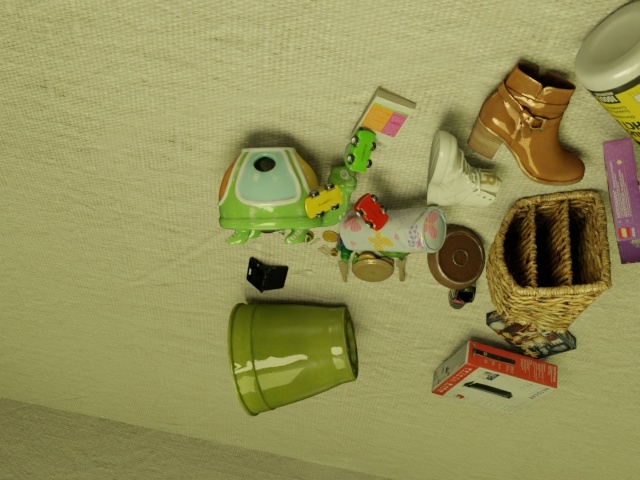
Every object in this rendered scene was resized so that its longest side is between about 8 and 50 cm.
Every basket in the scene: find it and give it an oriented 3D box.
[{"bbox_3d":[0.521,0.026,1.509,0.213,0.299,0.223,16,143,0],"label":"basket"}]

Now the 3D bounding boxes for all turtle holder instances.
[{"bbox_3d":[-0.093,-0.111,1.566,0.320,0.243,0.227,1,95,25],"label":"turtle holder"}]

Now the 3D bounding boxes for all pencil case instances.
[{"bbox_3d":[0.180,-0.029,1.629,0.273,0.124,0.113,3,127,42],"label":"pencil case"}]

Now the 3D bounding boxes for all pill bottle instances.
[{"bbox_3d":[0.648,-0.270,1.204,0.334,0.188,0.188,35,136,-23],"label":"pill bottle"}]

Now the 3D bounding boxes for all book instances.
[{"bbox_3d":[0.142,-0.272,1.474,0.096,0.035,0.144,21,141,-11],"label":"book"}]

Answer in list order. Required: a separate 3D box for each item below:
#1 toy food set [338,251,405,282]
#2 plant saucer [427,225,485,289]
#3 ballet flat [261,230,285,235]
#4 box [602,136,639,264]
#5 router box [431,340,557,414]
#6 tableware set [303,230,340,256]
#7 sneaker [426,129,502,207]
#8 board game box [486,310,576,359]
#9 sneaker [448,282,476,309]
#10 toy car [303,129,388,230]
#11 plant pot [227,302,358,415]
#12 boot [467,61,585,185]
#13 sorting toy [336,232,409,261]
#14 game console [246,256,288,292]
[{"bbox_3d":[0.153,0.077,1.890,0.192,0.038,0.132,-1,146,9],"label":"toy food set"},{"bbox_3d":[0.361,0.044,1.687,0.168,0.168,0.029,24,171,-12],"label":"plant saucer"},{"bbox_3d":[-0.090,-0.057,1.755,0.280,0.095,0.096,-6,149,22],"label":"ballet flat"},{"bbox_3d":[0.636,-0.071,1.344,0.057,0.201,0.293,-8,165,25],"label":"box"},{"bbox_3d":[0.568,0.462,2.145,0.301,0.082,0.335,16,149,-2],"label":"router box"},{"bbox_3d":[0.000,0.000,1.845,0.154,0.024,0.104,37,135,-25],"label":"tableware set"},{"bbox_3d":[0.333,-0.159,1.474,0.169,0.108,0.292,4,161,8],"label":"sneaker"},{"bbox_3d":[0.644,0.277,1.970,0.243,0.042,0.165,38,135,-27],"label":"board game box"},{"bbox_3d":[0.410,0.159,1.873,0.063,0.074,0.170,14,141,0],"label":"sneaker"},{"bbox_3d":[0.074,-0.148,1.508,0.239,0.225,0.053,9,-171,-33],"label":"toy car"},{"bbox_3d":[-0.070,0.353,2.068,0.353,0.366,0.366,-11,136,10],"label":"plant pot"},{"bbox_3d":[0.479,-0.246,1.368,0.283,0.109,0.220,24,136,-1],"label":"boot"},{"bbox_3d":[0.220,0.043,1.753,0.366,0.126,0.127,7,140,7],"label":"sorting toy"},{"bbox_3d":[-0.169,0.103,2.027,0.107,0.071,0.122,39,143,17],"label":"game console"}]
